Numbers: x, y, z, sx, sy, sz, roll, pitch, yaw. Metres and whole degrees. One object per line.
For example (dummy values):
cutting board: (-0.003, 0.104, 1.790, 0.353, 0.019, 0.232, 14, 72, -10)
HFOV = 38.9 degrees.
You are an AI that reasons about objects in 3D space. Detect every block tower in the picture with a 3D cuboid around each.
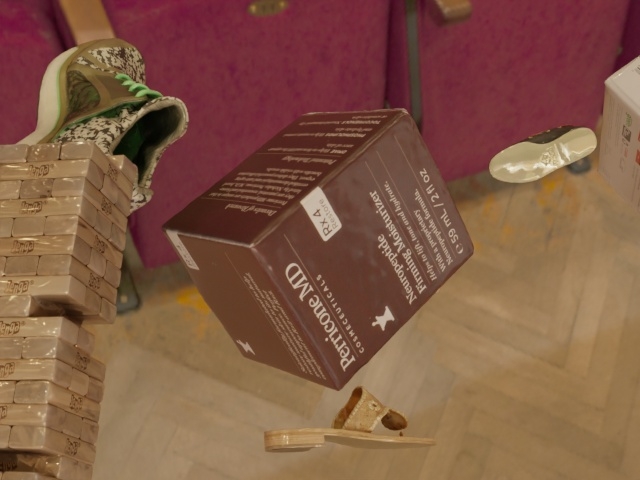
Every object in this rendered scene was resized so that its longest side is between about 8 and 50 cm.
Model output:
block tower: (-0.230, 0.075, 0.745, 0.091, 0.097, 0.335, -1, 68, 12)

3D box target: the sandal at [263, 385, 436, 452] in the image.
sandal: (0.042, 0.222, 1.145, 0.240, 0.088, 0.079, 5, 71, -25)

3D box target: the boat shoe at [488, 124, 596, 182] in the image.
boat shoe: (0.263, -0.104, 1.092, 0.133, 0.042, 0.049, -19, 104, -3)

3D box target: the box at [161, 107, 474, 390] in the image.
box: (0.000, 0.000, 0.854, 0.203, 0.167, 0.168, -43, 118, -25)

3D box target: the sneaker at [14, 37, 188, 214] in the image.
sneaker: (-0.219, -0.118, 1.019, 0.182, 0.158, 0.410, -16, 36, 14)

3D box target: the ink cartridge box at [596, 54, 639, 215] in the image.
ink cartridge box: (0.514, -0.093, 1.214, 0.130, 0.309, 0.272, -38, 68, 1)
